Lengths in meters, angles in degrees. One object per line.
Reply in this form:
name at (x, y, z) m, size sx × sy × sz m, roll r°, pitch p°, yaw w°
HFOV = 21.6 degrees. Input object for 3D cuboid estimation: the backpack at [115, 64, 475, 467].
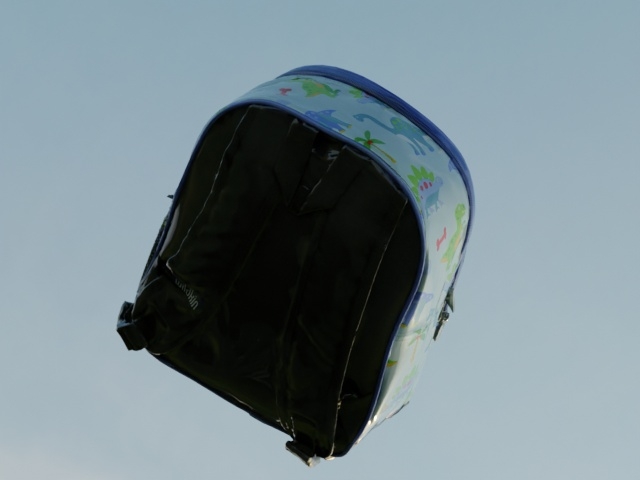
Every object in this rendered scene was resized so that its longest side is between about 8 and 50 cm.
backpack at (0.000, 0.000, 0.577) m, size 0.105 × 0.084 × 0.114 m, roll 31°, pitch -56°, yaw 17°
